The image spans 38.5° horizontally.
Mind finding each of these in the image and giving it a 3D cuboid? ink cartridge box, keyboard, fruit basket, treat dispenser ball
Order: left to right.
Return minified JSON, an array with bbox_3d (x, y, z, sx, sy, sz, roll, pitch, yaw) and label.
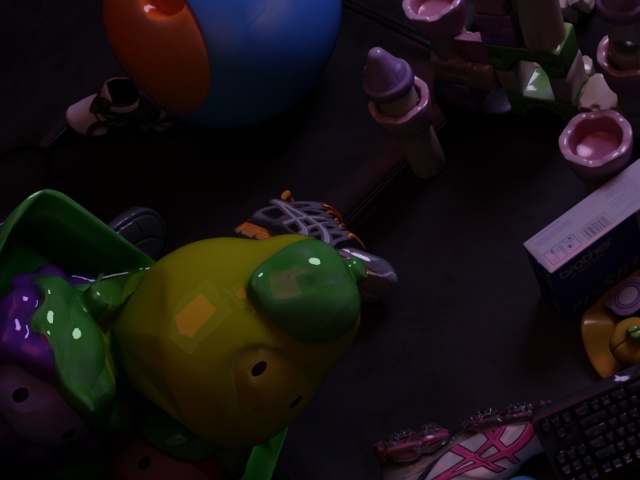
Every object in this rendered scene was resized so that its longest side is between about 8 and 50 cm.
[{"bbox_3d":[-0.134,0.130,0.783,0.392,0.392,0.283,4,60,28],"label":"fruit basket"},{"bbox_3d":[-0.118,-0.281,1.108,0.288,0.288,0.288,-13,53,18],"label":"treat dispenser ball"},{"bbox_3d":[0.292,-0.020,0.855,0.207,0.097,0.046,-36,51,0],"label":"ink cartridge box"},{"bbox_3d":[0.276,0.156,0.756,0.180,0.023,0.108,-25,88,3],"label":"keyboard"}]

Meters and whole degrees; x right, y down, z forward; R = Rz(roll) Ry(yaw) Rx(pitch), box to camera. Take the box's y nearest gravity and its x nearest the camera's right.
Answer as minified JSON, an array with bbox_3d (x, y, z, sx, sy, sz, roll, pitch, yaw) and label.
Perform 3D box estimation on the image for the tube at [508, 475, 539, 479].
[{"bbox_3d":[0.184,0.232,0.681,0.052,0.207,0.080,11,93,-7],"label":"tube"}]

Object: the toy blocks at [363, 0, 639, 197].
[{"bbox_3d":[0.216,-0.227,0.929,0.288,0.260,0.309,17,67,34],"label":"toy blocks"}]

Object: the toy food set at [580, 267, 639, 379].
[{"bbox_3d":[0.330,0.044,0.809,0.218,0.071,0.128,-36,50,-1],"label":"toy food set"}]

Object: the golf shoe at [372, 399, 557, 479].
[{"bbox_3d":[0.145,0.194,0.810,0.186,0.067,0.086,-17,82,10],"label":"golf shoe"}]

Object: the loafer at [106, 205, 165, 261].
[{"bbox_3d":[-0.291,0.064,1.086,0.084,0.096,0.267,20,70,41],"label":"loafer"}]

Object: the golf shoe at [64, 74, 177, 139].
[{"bbox_3d":[-0.282,-0.192,1.255,0.198,0.094,0.077,-1,59,27],"label":"golf shoe"}]

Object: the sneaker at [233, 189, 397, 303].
[{"bbox_3d":[0.000,0.000,0.995,0.215,0.084,0.083,23,65,37],"label":"sneaker"}]
